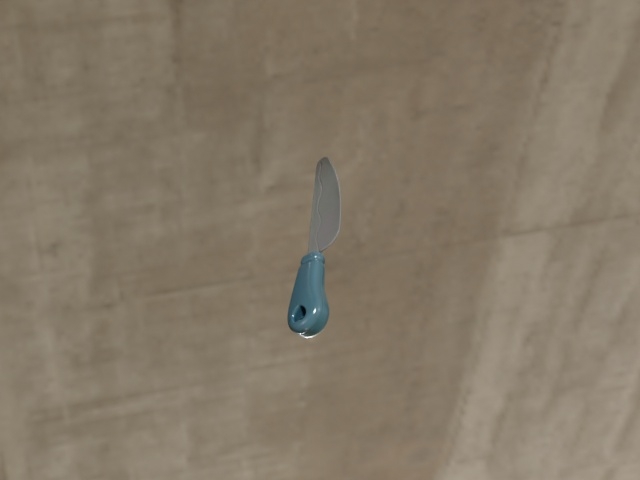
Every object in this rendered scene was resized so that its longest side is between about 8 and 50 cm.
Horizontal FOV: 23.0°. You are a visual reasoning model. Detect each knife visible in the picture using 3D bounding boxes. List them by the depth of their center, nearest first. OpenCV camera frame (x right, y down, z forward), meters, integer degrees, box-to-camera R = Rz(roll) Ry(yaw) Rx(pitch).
[{"bbox_3d":[0.001,0.000,1.798,0.058,0.032,0.244,-25,-134,44],"label":"knife"}]
